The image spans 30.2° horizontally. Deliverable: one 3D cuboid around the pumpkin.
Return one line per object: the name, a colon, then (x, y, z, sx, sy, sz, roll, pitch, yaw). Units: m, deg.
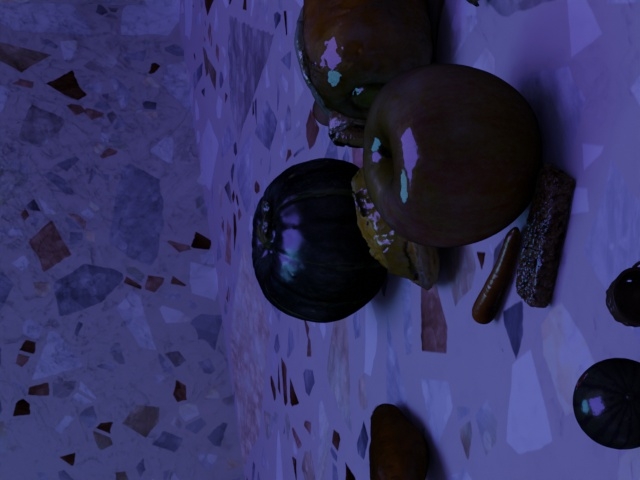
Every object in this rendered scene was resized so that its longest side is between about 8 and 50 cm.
pumpkin: (0.000, 0.000, 2.267, 0.323, 0.241, 0.323, 179, 90, -72)

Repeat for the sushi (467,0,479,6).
sushi: (0.161, -0.417, 1.763, 0.291, 0.131, 0.139, 9, 106, 35)

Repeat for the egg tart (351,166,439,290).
egg tart: (0.112, -0.043, 1.997, 0.291, 0.107, 0.291, 162, 90, -85)

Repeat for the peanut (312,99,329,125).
peanut: (0.027, -0.287, 2.438, 0.152, 0.076, 0.076, 125, 140, -63)

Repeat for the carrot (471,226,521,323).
carrot: (0.264, 0.052, 1.739, 0.037, 0.037, 0.190, -108, 26, -44)

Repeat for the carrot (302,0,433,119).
carrot: (0.078, -0.379, 2.006, 0.224, 0.224, 0.340, 117, 155, -60)

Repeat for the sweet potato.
sweet potato: (0.138, 0.383, 2.080, 0.359, 0.112, 0.112, -85, 2, -59)

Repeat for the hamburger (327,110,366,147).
hamburger: (0.103, -0.209, 2.102, 0.102, 0.176, 0.087, -6, 83, 41)

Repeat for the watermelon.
watermelon: (0.340, 0.183, 1.338, 0.133, 0.105, 0.105, 77, -172, -78)

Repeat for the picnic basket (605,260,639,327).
picnic basket: (0.360, 0.061, 1.326, 0.083, 0.072, 0.072, 97, 166, -74)

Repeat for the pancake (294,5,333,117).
pancake: (0.036, -0.327, 2.152, 0.037, 0.253, 0.253, -11, 80, 39)

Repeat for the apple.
apple: (0.184, -0.115, 1.627, 0.257, 0.234, 0.257, 180, 90, -72)

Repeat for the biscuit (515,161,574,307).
biscuit: (0.300, -0.005, 1.594, 0.064, 0.034, 0.199, -123, 34, -60)
